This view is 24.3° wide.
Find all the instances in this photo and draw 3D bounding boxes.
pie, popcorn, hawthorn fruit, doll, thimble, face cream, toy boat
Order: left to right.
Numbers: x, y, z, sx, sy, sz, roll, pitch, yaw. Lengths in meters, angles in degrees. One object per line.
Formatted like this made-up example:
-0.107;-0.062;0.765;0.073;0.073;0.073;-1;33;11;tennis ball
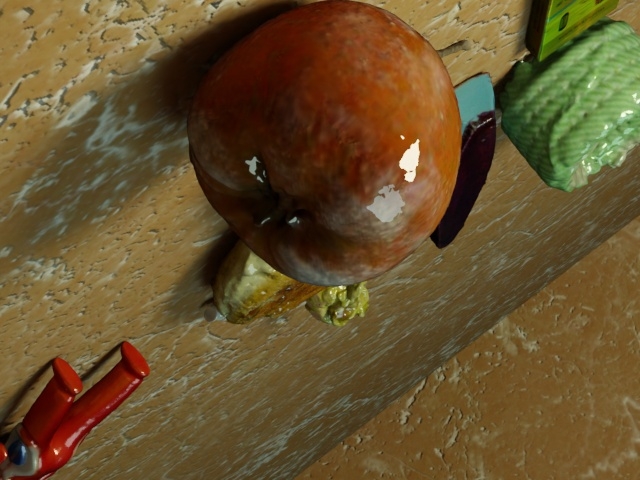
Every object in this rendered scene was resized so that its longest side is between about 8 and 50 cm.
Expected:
-0.361;0.272;1.792;0.384;0.099;0.188;-50;160;22;doll
-0.095;0.076;1.890;0.130;0.034;0.034;-22;160;-45;face cream
0.000;0.000;1.772;0.315;0.092;0.315;-34;167;-9;pie
0.003;-0.099;1.262;0.231;0.263;0.235;-2;159;11;hawthorn fruit
0.021;0.065;2.035;0.097;0.089;0.109;1;145;-49;popcorn
0.163;-0.088;1.914;0.136;0.079;0.392;-31;162;-15;toy boat
0.333;-0.172;1.875;0.219;0.150;0.219;-34;164;-11;thimble

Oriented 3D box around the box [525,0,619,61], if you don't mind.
0.294;-0.281;1.686;0.121;0.030;0.193;-35;166;-6;box
